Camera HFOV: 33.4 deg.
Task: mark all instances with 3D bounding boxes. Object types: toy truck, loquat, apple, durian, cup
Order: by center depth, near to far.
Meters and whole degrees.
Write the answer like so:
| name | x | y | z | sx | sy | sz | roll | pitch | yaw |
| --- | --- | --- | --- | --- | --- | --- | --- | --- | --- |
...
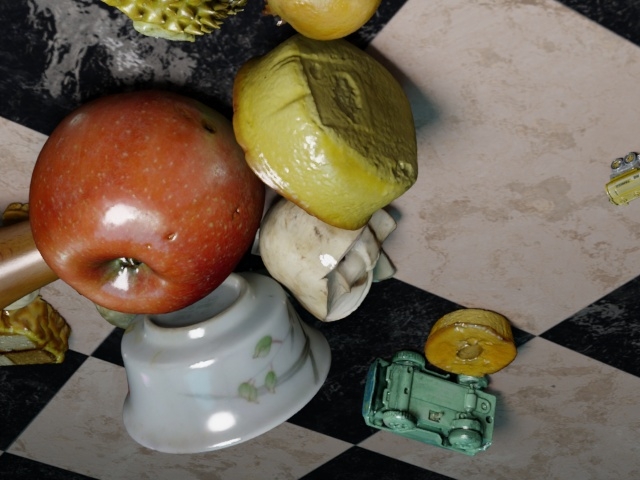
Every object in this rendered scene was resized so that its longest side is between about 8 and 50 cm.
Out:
| name | x | y | z | sx | sy | sz | roll | pitch | yaw |
| --- | --- | --- | --- | --- | --- | --- | --- | --- | --- |
| loquat | 0.001 | -0.312 | 1.268 | 0.163 | 0.137 | 0.163 | -9 | 153 | -5 |
| durian | -0.210 | -0.333 | 1.276 | 0.306 | 0.172 | 0.166 | 19 | 169 | -30 |
| toy truck | 0.477 | -0.096 | 1.559 | 0.052 | 0.063 | 0.123 | 33 | 138 | -32 |
| apple | -0.253 | -0.053 | 1.565 | 0.348 | 0.277 | 0.348 | 4 | 144 | 3 |
| cup | -0.169 | 0.159 | 1.667 | 0.347 | 0.347 | 0.163 | -7 | 118 | 19 |
| toy truck | 0.220 | 0.334 | 2.153 | 0.279 | 0.155 | 0.156 | 19 | 152 | -17 |

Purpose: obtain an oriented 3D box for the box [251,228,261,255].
| name | x | y | z | sx | sy | sz | roll | pitch | yaw |
| --- | --- | --- | --- | --- | --- | --- | --- | --- | --- |
| box | -0.074 | 0.010 | 1.846 | 0.083 | 0.024 | 0.054 | 12 | 144 | -7 |

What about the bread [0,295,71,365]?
| name | x | y | z | sx | sy | sz | roll | pitch | yaw |
| --- | --- | --- | --- | --- | --- | --- | --- | --- | --- |
| bread | -0.625 | 0.180 | 2.131 | 0.222 | 0.096 | 0.181 | -3 | 147 | 14 |

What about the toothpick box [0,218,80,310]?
| name | x | y | z | sx | sy | sz | roll | pitch | yaw |
| --- | --- | --- | --- | --- | --- | --- | --- | --- | --- |
| toothpick box | -0.491 | 0.031 | 1.737 | 0.294 | 0.192 | 0.192 | -23 | 144 | -5 |

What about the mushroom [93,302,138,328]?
| name | x | y | z | sx | sy | sz | roll | pitch | yaw |
| --- | --- | --- | --- | --- | --- | --- | --- | --- | --- |
| mushroom | -0.301 | 0.086 | 1.875 | 0.267 | 0.164 | 0.189 | -10 | 141 | 23 |

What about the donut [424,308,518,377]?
| name | x | y | z | sx | sy | sz | roll | pitch | yaw |
| --- | --- | --- | --- | --- | --- | --- | --- | --- | --- |
| donut | 0.282 | 0.188 | 2.008 | 0.162 | 0.065 | 0.178 | 33 | 139 | -25 |

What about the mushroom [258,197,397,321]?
| name | x | y | z | sx | sy | sz | roll | pitch | yaw |
| --- | --- | --- | --- | --- | --- | --- | --- | --- | --- |
| mushroom | 0.000 | 0.000 | 1.708 | 0.189 | 0.195 | 0.254 | 35 | 164 | 14 |

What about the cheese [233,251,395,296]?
| name | x | y | z | sx | sy | sz | roll | pitch | yaw |
| --- | --- | --- | --- | --- | --- | --- | --- | --- | --- |
| cheese | -0.061 | 0.072 | 1.929 | 0.400 | 0.034 | 0.085 | -11 | 146 | 25 |

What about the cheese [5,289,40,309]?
| name | x | y | z | sx | sy | sz | roll | pitch | yaw |
| --- | --- | --- | --- | --- | --- | --- | --- | --- | --- |
| cheese | -0.614 | 0.034 | 1.920 | 0.159 | 0.093 | 0.263 | -3 | 146 | 20 |

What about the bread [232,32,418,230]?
| name | x | y | z | sx | sy | sz | roll | pitch | yaw |
| --- | --- | --- | --- | --- | --- | --- | --- | --- | --- |
| bread | 0.011 | -0.148 | 1.406 | 0.270 | 0.270 | 0.148 | 32 | 134 | -31 |

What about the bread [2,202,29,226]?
| name | x | y | z | sx | sy | sz | roll | pitch | yaw |
| --- | --- | --- | --- | --- | --- | --- | --- | --- | --- |
| bread | -0.512 | -0.030 | 1.847 | 0.081 | 0.046 | 0.083 | 27 | 142 | -24 |
